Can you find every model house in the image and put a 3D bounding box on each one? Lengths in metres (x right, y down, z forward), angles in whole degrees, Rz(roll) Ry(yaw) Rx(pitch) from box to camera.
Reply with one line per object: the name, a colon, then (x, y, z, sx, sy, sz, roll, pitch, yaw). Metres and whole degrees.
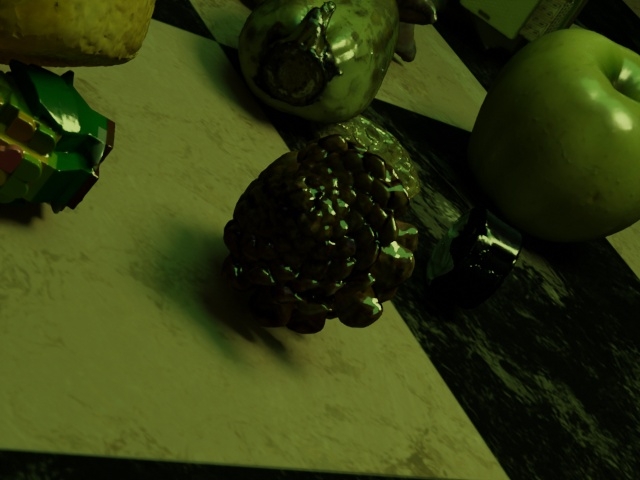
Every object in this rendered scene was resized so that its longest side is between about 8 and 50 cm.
model house: (0.275, -0.430, 2.412, 0.279, 0.218, 0.205, 25, 26, -21)

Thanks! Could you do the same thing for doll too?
doll: (-0.249, -0.091, 1.134, 0.186, 0.106, 0.134, 9, 44, -49)

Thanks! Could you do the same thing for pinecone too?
pinecone: (-0.002, -0.002, 1.266, 0.150, 0.179, 0.195, 47, -5, -16)

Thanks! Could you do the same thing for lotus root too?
lotus root: (0.011, -0.240, 1.708, 0.173, 0.173, 0.309, 38, 35, -3)

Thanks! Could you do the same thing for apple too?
apple: (0.322, -0.127, 1.864, 0.279, 0.279, 0.279, 32, 24, -16)

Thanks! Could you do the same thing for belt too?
belt: (0.162, 0.020, 1.547, 0.058, 0.105, 0.140, 36, 6, -11)

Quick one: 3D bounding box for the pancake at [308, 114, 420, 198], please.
pancake: (0.050, -0.102, 1.706, 0.158, 0.028, 0.158, 30, 28, -18)

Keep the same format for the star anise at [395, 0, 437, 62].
star anise: (0.028, -0.385, 2.039, 0.109, 0.292, 0.349, -43, 106, -24)

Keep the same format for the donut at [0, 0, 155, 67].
donut: (-0.266, -0.198, 1.162, 0.303, 0.110, 0.303, 2, 3, 0)

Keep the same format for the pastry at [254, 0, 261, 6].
pastry: (-0.006, -0.354, 1.885, 0.189, 0.189, 0.103, 35, 28, -10)
